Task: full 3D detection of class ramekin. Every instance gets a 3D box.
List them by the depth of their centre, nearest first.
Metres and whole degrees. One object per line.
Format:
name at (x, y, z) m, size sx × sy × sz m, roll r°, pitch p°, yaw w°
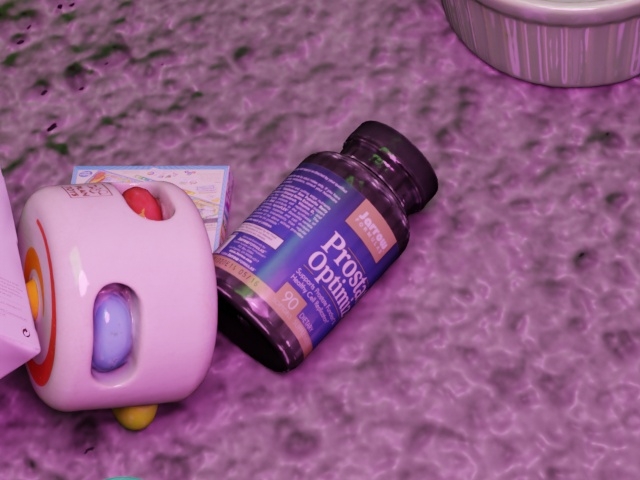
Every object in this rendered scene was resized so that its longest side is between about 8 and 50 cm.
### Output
ramekin at (0.246, -0.293, 1.432) m, size 0.303 × 0.148 × 0.303 m, roll -4°, pitch 58°, yaw 7°

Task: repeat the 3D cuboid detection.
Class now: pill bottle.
pill bottle at (0.000, 0.000, 1.308) m, size 0.123 × 0.123 × 0.219 m, roll 35°, pitch 70°, yaw 25°

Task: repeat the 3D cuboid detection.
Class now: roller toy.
roller toy at (-0.182, 0.044, 1.251) m, size 0.146 × 0.191 × 0.209 m, roll -3°, pitch 66°, yaw -24°

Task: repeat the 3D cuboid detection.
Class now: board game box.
board game box at (-0.164, -0.021, 1.403) m, size 0.154 × 0.026 × 0.103 m, roll 1°, pitch 59°, yaw 9°

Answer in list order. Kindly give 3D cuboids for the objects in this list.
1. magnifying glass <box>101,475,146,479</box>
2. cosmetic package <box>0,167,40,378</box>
magnifying glass at (-0.232, 0.243, 1.257) m, size 0.231 × 0.026 × 0.092 m, roll 2°, pitch 60°, yaw 8°
cosmetic package at (-0.427, 0.054, 1.269) m, size 0.377 × 0.097 × 0.284 m, roll -33°, pitch 53°, yaw 20°
